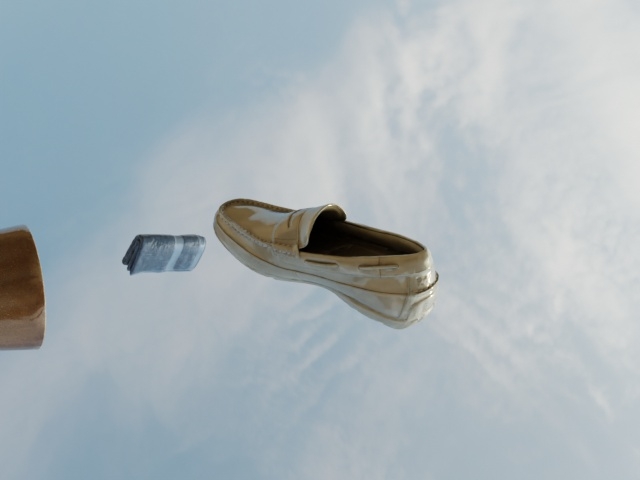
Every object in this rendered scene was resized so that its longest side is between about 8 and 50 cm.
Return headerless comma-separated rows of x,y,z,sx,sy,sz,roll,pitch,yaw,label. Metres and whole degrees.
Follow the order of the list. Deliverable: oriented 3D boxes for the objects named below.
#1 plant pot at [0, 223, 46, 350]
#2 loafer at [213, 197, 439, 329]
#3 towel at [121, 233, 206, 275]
-0.591,0.090,1.266,0.230,0.215,0.215,-6,-131,-31,plant pot
0.000,0.000,0.950,0.319,0.111,0.112,19,-141,27,loafer
-0.227,0.020,1.146,0.119,0.067,0.029,1,-140,-45,towel
